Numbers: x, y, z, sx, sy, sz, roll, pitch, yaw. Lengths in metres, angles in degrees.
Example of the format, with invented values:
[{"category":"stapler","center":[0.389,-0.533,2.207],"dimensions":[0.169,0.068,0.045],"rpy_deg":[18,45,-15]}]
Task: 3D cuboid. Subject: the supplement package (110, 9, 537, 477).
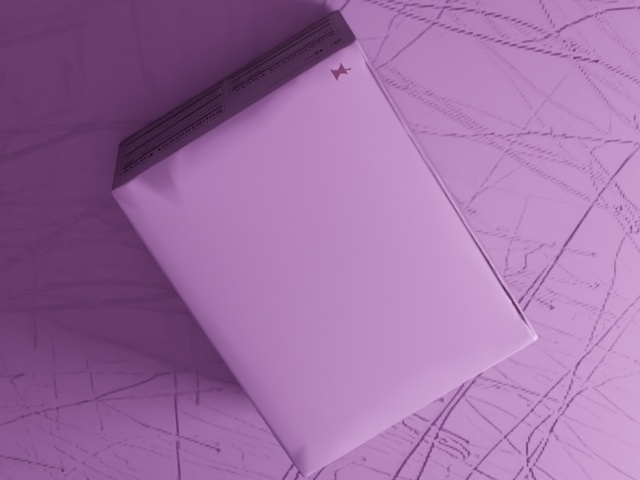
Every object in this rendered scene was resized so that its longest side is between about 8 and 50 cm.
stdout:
[{"category":"supplement package","center":[0.000,0.000,1.223],"dimensions":[0.204,0.145,0.262],"rpy_deg":[-31,106,4]}]
